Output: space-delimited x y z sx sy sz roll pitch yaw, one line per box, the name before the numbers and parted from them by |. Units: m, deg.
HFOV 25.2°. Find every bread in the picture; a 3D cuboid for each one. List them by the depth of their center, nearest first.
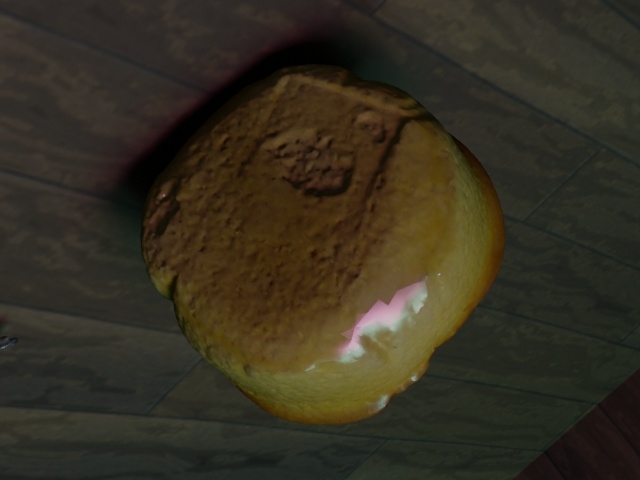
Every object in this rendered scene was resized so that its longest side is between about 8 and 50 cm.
bread | 0.000 0.000 1.087 0.270 0.270 0.148 -38 153 4

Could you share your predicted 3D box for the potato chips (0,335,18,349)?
potato chips | -0.340 0.134 1.165 0.207 0.028 0.092 -25 152 -15
